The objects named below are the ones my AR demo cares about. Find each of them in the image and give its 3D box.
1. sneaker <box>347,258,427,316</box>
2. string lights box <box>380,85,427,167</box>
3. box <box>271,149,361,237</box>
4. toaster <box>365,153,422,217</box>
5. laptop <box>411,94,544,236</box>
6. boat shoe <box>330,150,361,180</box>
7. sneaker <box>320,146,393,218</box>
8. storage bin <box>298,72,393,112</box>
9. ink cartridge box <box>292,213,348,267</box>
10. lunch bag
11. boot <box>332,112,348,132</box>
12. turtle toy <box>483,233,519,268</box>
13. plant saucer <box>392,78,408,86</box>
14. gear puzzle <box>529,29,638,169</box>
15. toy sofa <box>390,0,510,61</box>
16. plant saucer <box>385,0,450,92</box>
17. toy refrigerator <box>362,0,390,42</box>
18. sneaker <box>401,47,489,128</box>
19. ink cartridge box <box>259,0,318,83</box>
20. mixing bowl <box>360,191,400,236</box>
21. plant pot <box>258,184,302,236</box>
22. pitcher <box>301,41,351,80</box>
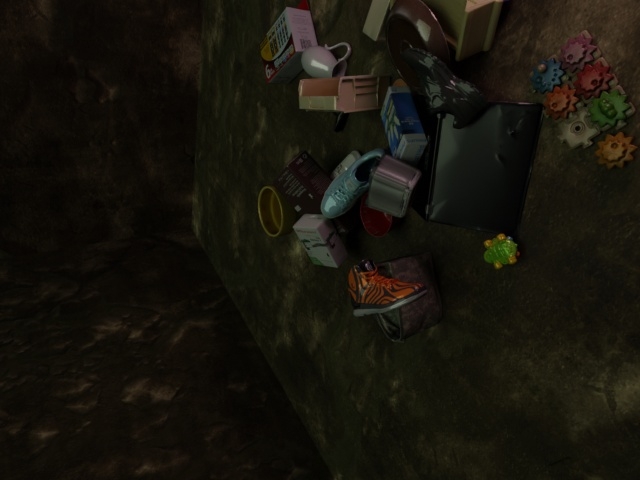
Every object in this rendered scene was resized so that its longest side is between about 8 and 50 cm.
[{"bbox_3d":[0.190,0.140,1.383,0.321,0.124,0.180,-24,82,48],"label":"sneaker"},{"bbox_3d":[0.280,-0.383,1.442,0.133,0.076,0.260,101,163,-60],"label":"string lights box"},{"bbox_3d":[-0.015,-0.181,1.846,0.381,0.143,0.191,45,149,-6],"label":"box"},{"bbox_3d":[0.242,-0.180,1.399,0.146,0.129,0.227,25,148,16],"label":"toaster"},{"bbox_3d":[0.453,-0.257,1.367,0.408,0.236,0.382,-106,18,-68],"label":"laptop"},{"bbox_3d":[0.090,-0.273,1.843,0.098,0.096,0.277,60,144,25],"label":"boat shoe"},{"bbox_3d":[0.118,-0.221,1.626,0.135,0.150,0.366,46,110,7],"label":"sneaker"},{"bbox_3d":[0.088,-0.557,1.606,0.262,0.260,0.123,25,125,51],"label":"storage bin"},{"bbox_3d":[0.000,0.000,1.828,0.160,0.092,0.219,4,133,46],"label":"ink cartridge box"},{"bbox_3d":[0.307,0.205,1.542,0.169,0.235,0.287,-15,87,52],"label":"lunch bag"},{"bbox_3d":[0.071,-0.543,1.832,0.099,0.045,0.121,51,132,31],"label":"boot"},{"bbox_3d":[0.542,0.035,1.281,0.130,0.066,0.095,-38,68,55],"label":"turtle toy"},{"bbox_3d":[0.285,-0.540,1.533,0.083,0.013,0.084,23,119,52],"label":"plant saucer"},{"bbox_3d":[0.637,-0.319,1.030,0.175,0.044,0.339,-38,69,52],"label":"gear puzzle"},{"bbox_3d":[0.375,-0.702,1.247,0.363,0.177,0.150,55,166,31],"label":"toy sofa"},{"bbox_3d":[0.291,-0.596,1.335,0.311,0.050,0.310,58,174,9],"label":"plant saucer"},{"bbox_3d":[0.248,-0.813,1.418,0.094,0.102,0.270,54,140,32],"label":"toy refrigerator"},{"bbox_3d":[0.325,-0.428,1.189,0.286,0.109,0.130,46,118,14],"label":"sneaker"},{"bbox_3d":[-0.160,-0.928,1.980,0.309,0.130,0.272,-16,86,58],"label":"ink cartridge box"},{"bbox_3d":[0.249,-0.111,1.653,0.181,0.098,0.182,25,121,50],"label":"mixing bowl"},{"bbox_3d":[-0.151,-0.160,2.120,0.254,0.239,0.254,26,122,51],"label":"plant pot"},{"bbox_3d":[0.027,-0.759,1.777,0.207,0.125,0.178,39,111,31],"label":"pitcher"}]
